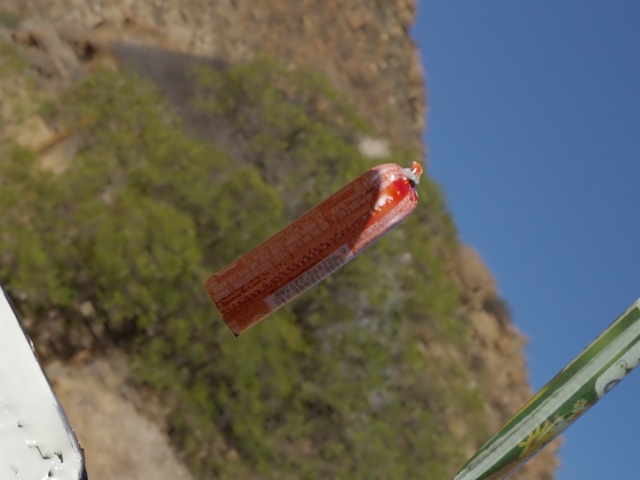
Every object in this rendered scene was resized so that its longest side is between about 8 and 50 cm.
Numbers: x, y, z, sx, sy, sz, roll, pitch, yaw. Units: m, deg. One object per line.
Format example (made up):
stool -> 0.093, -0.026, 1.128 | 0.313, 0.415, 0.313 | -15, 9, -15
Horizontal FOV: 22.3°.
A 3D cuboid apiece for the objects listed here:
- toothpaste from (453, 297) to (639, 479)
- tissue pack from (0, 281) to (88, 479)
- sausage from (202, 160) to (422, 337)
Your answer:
toothpaste -> 0.159, 0.099, 1.036 | 0.049, 0.204, 0.031 | 21, 28, -56
tissue pack -> -0.317, 0.133, 1.073 | 0.370, 0.198, 0.210 | -19, -87, 57
sausage -> 0.000, 0.000, 1.781 | 0.074, 0.274, 0.074 | 55, 4, -6
